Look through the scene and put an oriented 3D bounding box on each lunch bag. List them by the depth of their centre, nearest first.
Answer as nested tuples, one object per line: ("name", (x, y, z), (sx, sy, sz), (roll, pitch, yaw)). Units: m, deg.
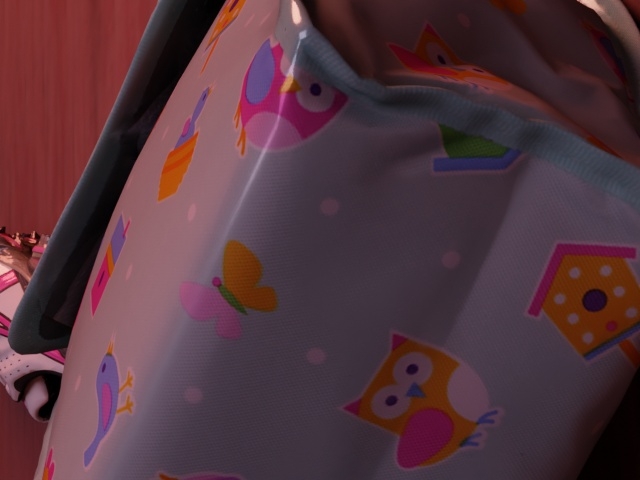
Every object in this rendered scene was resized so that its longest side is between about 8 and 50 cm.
("lunch bag", (0.000, 0.000, 0.635), (0.262, 0.160, 0.223), (-97, 31, -63))

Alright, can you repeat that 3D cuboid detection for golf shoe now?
("golf shoe", (-0.135, 0.036, 0.876), (0.186, 0.067, 0.086), (10, 89, 53))
